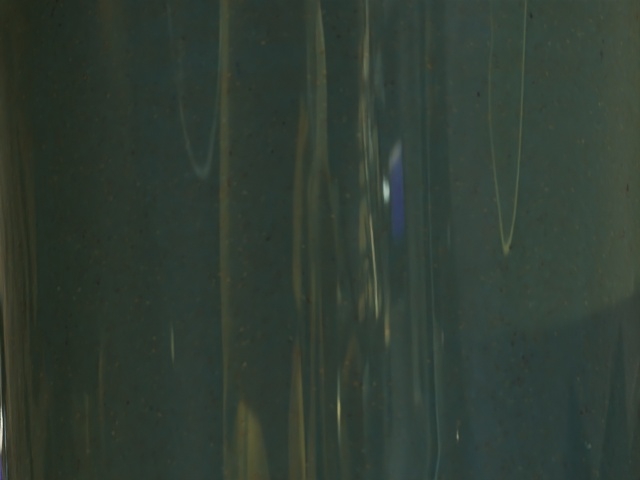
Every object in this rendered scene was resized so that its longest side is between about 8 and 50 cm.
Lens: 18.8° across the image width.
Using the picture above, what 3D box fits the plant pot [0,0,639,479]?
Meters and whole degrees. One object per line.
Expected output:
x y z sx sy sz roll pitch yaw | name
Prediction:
0.000 0.000 0.811 0.341 0.341 0.334 137 -43 -59 | plant pot
